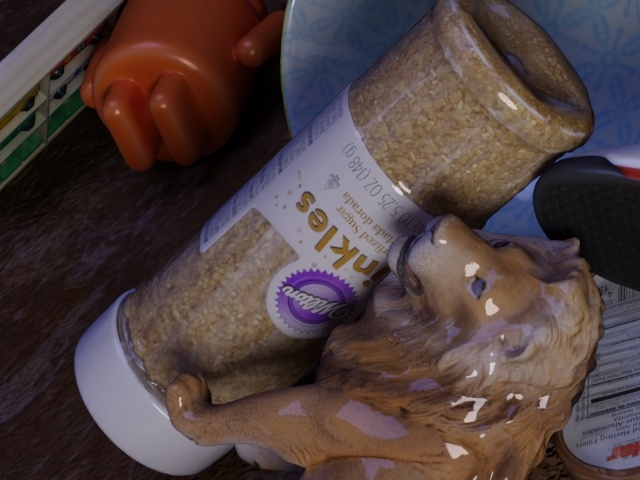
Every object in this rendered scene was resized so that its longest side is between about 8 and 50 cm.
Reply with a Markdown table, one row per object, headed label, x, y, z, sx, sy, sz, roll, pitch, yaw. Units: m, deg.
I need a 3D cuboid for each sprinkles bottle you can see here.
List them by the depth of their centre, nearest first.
| label | x | y | z | sx | sy | sz | roll | pitch | yaw |
| --- | --- | --- | --- | --- | --- | --- | --- | --- | --- |
| sprinkles bottle | 0.000 | 0.000 | 1.085 | 0.355 | 0.121 | 0.121 | -43 | 26 | 27 |

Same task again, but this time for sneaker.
| label | x | y | z | sx | sy | sz | roll | pitch | yaw |
| --- | --- | --- | --- | --- | --- | --- | --- | --- | --- |
| sneaker | 0.264 | -0.039 | 0.990 | 0.270 | 0.090 | 0.145 | 7 | 46 | 21 |

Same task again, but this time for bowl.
| label | x | y | z | sx | sy | sz | roll | pitch | yaw |
| --- | --- | --- | --- | --- | --- | --- | --- | --- | --- |
| bowl | 0.134 | -0.115 | 1.156 | 0.289 | 0.289 | 0.156 | -10 | -3 | 34 |

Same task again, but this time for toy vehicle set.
| label | x | y | z | sx | sy | sz | roll | pitch | yaw |
| --- | --- | --- | --- | --- | --- | --- | --- | --- | --- |
| toy vehicle set | -0.226 | -0.155 | 1.591 | 0.267 | 0.035 | 0.166 | -48 | -6 | -20 |

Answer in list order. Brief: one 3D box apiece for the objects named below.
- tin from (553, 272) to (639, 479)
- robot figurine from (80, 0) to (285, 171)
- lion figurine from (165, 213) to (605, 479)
| label | x | y | z | sx | sy | sz | roll | pitch | yaw |
| --- | --- | --- | --- | --- | --- | --- | --- | --- | --- |
| tin | 0.184 | 0.072 | 1.007 | 0.106 | 0.040 | 0.190 | -22 | 33 | 26 |
| robot figurine | -0.112 | -0.153 | 1.494 | 0.158 | 0.128 | 0.219 | -46 | 20 | 41 |
| lion figurine | 0.014 | 0.173 | 0.949 | 0.240 | 0.142 | 0.392 | -1 | 63 | 32 |
